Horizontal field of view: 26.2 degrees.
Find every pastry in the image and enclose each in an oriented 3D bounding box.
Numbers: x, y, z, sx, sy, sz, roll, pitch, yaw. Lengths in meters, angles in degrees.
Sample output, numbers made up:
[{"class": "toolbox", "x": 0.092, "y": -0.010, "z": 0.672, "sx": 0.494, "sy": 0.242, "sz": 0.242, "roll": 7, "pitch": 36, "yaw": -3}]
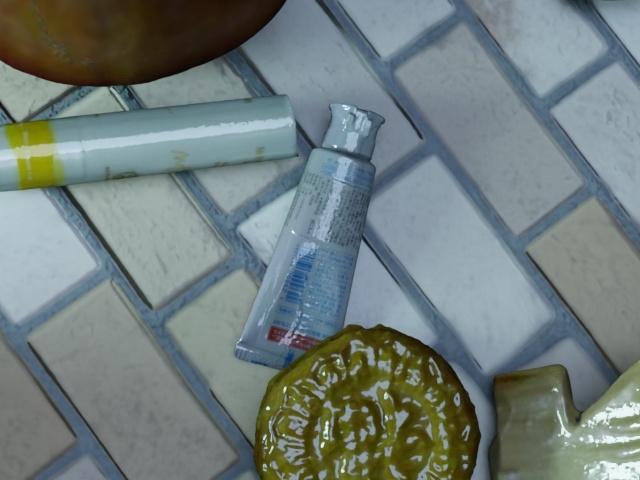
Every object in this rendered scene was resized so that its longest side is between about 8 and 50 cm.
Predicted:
[{"class": "pastry", "x": 0.037, "y": 0.161, "z": 1.122, "sx": 0.188, "sy": 0.103, "sz": 0.189, "roll": 1, "pitch": 86, "yaw": -11}]

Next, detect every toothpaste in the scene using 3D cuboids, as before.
[{"class": "toothpaste", "x": 0.000, "y": 0.000, "z": 1.182, "sx": 0.089, "sy": 0.057, "sz": 0.234, "roll": 17, "pitch": 84, "yaw": -8}]

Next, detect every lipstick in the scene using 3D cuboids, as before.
[{"class": "lipstick", "x": -0.151, "y": -0.083, "z": 1.167, "sx": 0.264, "sy": 0.059, "sz": 0.059, "roll": -8, "pitch": 81, "yaw": -11}]

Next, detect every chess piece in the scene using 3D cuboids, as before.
[{"class": "chess piece", "x": 0.281, "y": 0.153, "z": 1.133, "sx": 0.301, "sy": 0.137, "sz": 0.137, "roll": -14, "pitch": 81, "yaw": 19}]

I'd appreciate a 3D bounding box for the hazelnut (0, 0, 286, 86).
[{"class": "hazelnut", "x": -0.158, "y": -0.325, "z": 1.082, "sx": 0.359, "sy": 0.359, "sz": 0.409, "roll": 9, "pitch": 87, "yaw": -7}]
